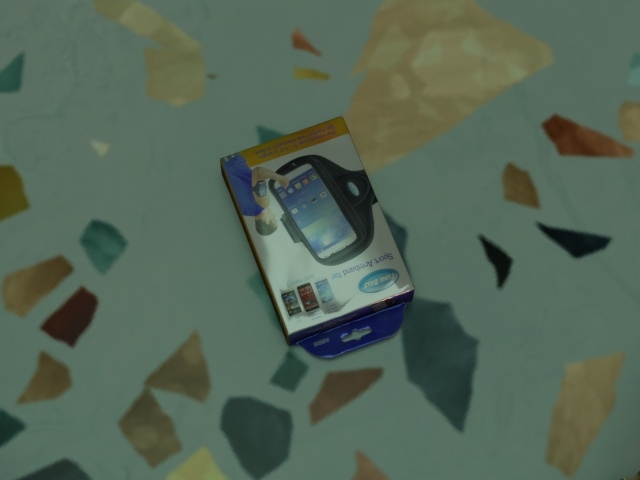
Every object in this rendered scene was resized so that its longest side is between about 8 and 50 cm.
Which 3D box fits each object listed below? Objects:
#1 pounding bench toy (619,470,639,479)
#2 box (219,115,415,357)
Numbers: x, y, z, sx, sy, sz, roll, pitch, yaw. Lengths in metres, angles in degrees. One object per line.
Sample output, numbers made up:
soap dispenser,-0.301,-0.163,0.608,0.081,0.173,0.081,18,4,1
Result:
pounding bench toy,0.160,0.156,0.797,0.065,0.083,0.052,-20,72,-7
box,0.000,0.000,0.884,0.081,0.028,0.136,-20,70,-7
